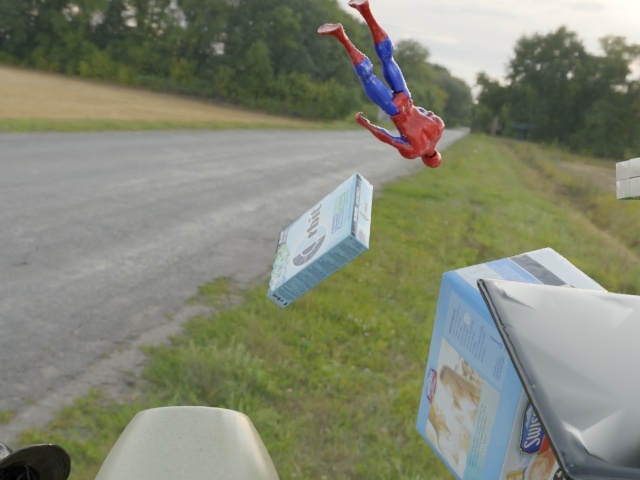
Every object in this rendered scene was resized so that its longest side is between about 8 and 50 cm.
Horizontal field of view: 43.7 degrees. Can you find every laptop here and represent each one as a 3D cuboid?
[{"bbox_3d":[0.385,0.245,0.886,0.407,0.236,0.382,7,22,-4],"label":"laptop"}]

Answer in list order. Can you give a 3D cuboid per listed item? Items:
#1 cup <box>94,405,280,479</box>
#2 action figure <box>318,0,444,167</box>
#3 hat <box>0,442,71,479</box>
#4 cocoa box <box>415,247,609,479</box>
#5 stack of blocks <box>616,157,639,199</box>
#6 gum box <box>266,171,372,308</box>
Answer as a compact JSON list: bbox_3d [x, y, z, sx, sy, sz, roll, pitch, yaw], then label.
[{"bbox_3d":[-0.189,0.369,1.139,0.331,0.237,0.331,0,-22,0],"label":"cup"},{"bbox_3d":[0.087,-0.217,1.164,0.280,0.091,0.139,52,-11,-29],"label":"action figure"},{"bbox_3d":[-0.674,0.485,1.604,0.134,0.331,0.331,43,25,24],"label":"hat"},{"bbox_3d":[0.326,0.228,1.314,0.228,0.347,0.231,-11,33,-25],"label":"cocoa box"},{"bbox_3d":[0.779,-0.145,1.729,0.171,0.087,0.297,3,-4,-22],"label":"stack of blocks"},{"bbox_3d":[0.000,0.000,1.236,0.041,0.184,0.157,39,33,-23],"label":"gum box"}]
